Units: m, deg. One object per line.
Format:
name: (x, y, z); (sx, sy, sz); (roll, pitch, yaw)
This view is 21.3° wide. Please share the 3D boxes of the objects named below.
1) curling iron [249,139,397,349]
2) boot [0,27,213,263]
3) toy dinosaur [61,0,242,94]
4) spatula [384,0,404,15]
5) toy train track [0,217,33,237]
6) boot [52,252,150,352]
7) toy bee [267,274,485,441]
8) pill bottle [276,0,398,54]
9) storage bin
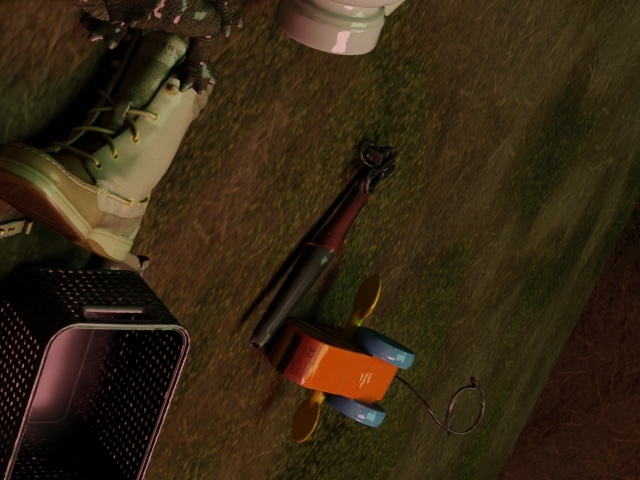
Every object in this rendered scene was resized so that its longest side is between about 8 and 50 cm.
curling iron: (0.000, 0.000, 1.776); (0.274, 0.035, 0.068); (-55, 156, -21)
boot: (-0.150, -0.079, 1.208); (0.165, 0.077, 0.213); (-60, 165, -4)
toy dinosaur: (-0.077, -0.207, 1.152); (0.313, 0.121, 0.160); (-43, 168, -34)
spatula: (0.133, -0.339, 1.676); (0.242, 0.019, 0.168); (-47, 151, -39)
toy train track: (-0.227, -0.004, 1.208); (0.083, 0.014, 0.048); (-21, 136, -63)
boot: (-0.180, 0.046, 1.372); (0.118, 0.042, 0.087); (9, 100, -67)
toy bee: (0.029, 0.149, 1.936); (0.195, 0.162, 0.298); (-49, 134, -11)
pill bottle: (0.032, -0.260, 1.359); (0.117, 0.118, 0.208); (-34, 147, -54)
storage bin: (-0.190, 0.118, 1.297); (0.122, 0.084, 0.180); (3, 119, -37)
